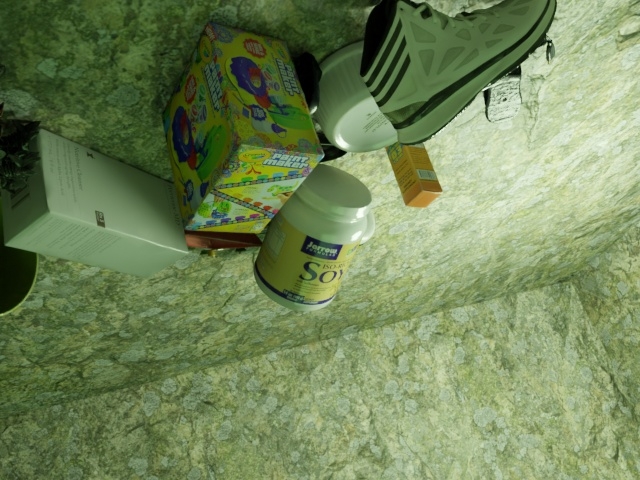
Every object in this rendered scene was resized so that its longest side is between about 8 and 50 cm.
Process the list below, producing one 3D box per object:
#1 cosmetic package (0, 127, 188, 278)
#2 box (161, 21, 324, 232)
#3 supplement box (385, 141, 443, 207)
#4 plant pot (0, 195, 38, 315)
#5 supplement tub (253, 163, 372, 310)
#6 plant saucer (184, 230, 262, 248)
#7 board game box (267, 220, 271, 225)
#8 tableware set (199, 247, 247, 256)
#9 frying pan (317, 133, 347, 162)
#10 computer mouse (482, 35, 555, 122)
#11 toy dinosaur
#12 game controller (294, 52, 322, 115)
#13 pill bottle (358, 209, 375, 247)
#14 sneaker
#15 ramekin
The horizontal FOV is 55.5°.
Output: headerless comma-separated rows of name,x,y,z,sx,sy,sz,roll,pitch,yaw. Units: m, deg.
cosmetic package,-0.498,-0.066,1.371,0.156,0.217,0.385,-30,154,25
box,-0.167,-0.210,1.203,0.176,0.290,0.279,2,148,-35
supplement box,0.227,-0.201,1.547,0.080,0.234,0.078,4,148,-32
plant pot,-0.849,0.047,1.361,0.293,0.275,0.275,-8,159,19
supplement tub,-0.020,-0.008,1.587,0.240,0.241,0.332,0,128,-33
plant saucer,-0.331,-0.016,1.679,0.258,0.048,0.259,-3,172,45
board game box,-0.154,-0.055,1.754,0.140,0.048,0.170,-9,174,-21
tableware set,-0.292,0.034,1.889,0.104,0.024,0.154,-3,-176,43
frying pan,-0.086,-0.212,1.531,0.326,0.053,0.197,-8,174,32
computer mouse,0.482,-0.410,1.501,0.183,0.060,0.262,-18,144,10
toy dinosaur,-0.643,-0.194,1.114,0.218,0.165,0.321,21,142,-38
game controller,-0.093,-0.251,1.313,0.067,0.167,0.319,23,138,-20
pill bottle,0.000,0.000,1.865,0.187,0.188,0.334,3,148,-38
sneaker,0.262,-0.422,1.196,0.447,0.169,0.257,-44,112,-10
ramekin,0.109,-0.311,1.371,0.272,0.127,0.273,-14,154,-7
